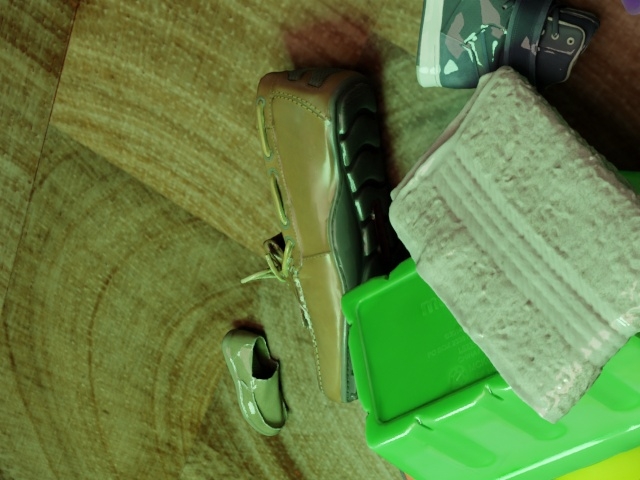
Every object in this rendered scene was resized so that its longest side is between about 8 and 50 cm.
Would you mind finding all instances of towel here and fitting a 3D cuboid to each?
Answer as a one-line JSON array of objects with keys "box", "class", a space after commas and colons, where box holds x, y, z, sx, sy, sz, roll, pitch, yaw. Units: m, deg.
[{"box": [0.175, -0.008, 1.001, 0.187, 0.049, 0.282, -52, 48, 19], "class": "towel"}]

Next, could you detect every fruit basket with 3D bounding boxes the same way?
[{"box": [0.256, 0.125, 1.170, 0.392, 0.392, 0.282, -35, 54, 38], "class": "fruit basket"}]

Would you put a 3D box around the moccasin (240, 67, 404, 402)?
[{"box": [-0.002, 0.002, 1.275, 0.147, 0.139, 0.379, 6, 122, 33], "class": "moccasin"}]

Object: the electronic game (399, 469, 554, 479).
[{"box": [0.194, 0.263, 1.370, 0.229, 0.048, 0.229, 13, 122, 22], "class": "electronic game"}]

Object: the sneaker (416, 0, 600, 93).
[{"box": [0.176, -0.241, 1.071, 0.164, 0.086, 0.226, 11, 120, 22], "class": "sneaker"}]

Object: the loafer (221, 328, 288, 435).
[{"box": [-0.076, 0.178, 1.466, 0.050, 0.056, 0.148, -10, 111, 40], "class": "loafer"}]

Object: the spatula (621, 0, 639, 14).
[{"box": [0.354, -0.303, 0.965, 0.296, 0.030, 0.084, -36, 59, 33], "class": "spatula"}]
